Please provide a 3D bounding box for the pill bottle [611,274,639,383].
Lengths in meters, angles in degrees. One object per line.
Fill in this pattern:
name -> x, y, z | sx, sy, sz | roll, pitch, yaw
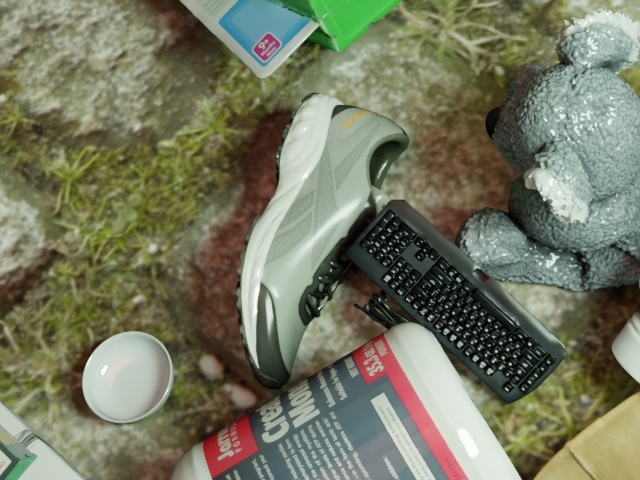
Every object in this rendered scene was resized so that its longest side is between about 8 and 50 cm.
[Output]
pill bottle -> 0.323, 0.021, 1.177 | 0.124, 0.124, 0.221 | 43, 112, 26

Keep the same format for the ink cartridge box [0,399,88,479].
ink cartridge box -> -0.240, 0.210, 1.246 | 0.219, 0.160, 0.092 | 35, 75, 31

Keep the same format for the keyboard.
keyboard -> 0.100, 0.062, 1.258 | 0.192, 0.038, 0.100 | 42, 113, 6

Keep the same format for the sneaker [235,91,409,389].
sneaker -> 0.000, 0.000, 1.323 | 0.108, 0.100, 0.271 | 13, 71, 14

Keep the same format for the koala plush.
koala plush -> 0.210, -0.072, 1.225 | 0.203, 0.221, 0.196 | 14, 71, 20

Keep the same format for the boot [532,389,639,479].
boot -> 0.244, 0.279, 1.145 | 0.236, 0.089, 0.269 | -34, 60, -5

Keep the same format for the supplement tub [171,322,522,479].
supplement tub -> 0.008, 0.204, 1.175 | 0.272, 0.191, 0.191 | -31, 63, 2

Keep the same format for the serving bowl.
serving bowl -> -0.165, 0.123, 1.350 | 0.083, 0.027, 0.083 | -6, 65, 13

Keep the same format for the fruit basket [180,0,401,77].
fruit basket -> -0.032, -0.354, 1.450 | 0.327, 0.165, 0.353 | -40, 60, -4
